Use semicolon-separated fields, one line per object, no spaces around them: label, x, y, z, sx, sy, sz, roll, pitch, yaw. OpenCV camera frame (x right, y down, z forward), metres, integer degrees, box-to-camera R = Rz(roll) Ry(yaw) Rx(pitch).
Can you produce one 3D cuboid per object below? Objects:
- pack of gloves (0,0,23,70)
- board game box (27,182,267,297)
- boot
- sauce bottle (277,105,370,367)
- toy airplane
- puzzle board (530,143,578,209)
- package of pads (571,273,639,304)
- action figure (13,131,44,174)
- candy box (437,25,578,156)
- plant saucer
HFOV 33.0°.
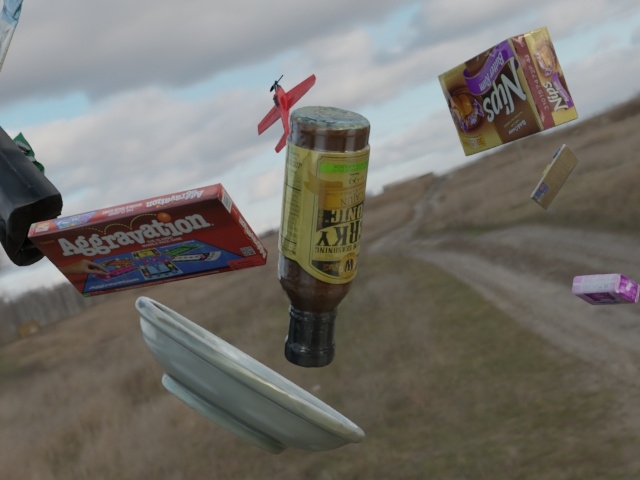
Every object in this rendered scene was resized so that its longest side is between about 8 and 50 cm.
pack of gloves;-0.627;-0.460;2.058;0.046;0.232;0.195;13;18;-44
board game box;-0.227;0.005;1.421;0.281;0.145;0.027;-11;48;20
boot;-0.635;-0.133;2.010;0.146;0.445;0.367;-38;-16;-21
sauce bottle;0.000;0.000;1.426;0.111;0.344;0.111;3;21;-1
toy airplane;-0.058;-0.201;1.744;0.028;0.151;0.151;14;-24;-42
puzzle board;0.369;-0.100;1.707;0.096;0.011;0.128;-57;-22;6
package of pads;0.396;0.068;1.502;0.050;0.032;0.083;26;-18;-29
action figure;-0.721;-0.119;2.403;0.232;0.137;0.063;-44;-32;18
candy box;0.212;-0.167;1.245;0.053;0.109;0.186;-21;3;-18
plant saucer;-0.126;0.226;1.629;0.100;0.400;0.400;-58;5;-5
